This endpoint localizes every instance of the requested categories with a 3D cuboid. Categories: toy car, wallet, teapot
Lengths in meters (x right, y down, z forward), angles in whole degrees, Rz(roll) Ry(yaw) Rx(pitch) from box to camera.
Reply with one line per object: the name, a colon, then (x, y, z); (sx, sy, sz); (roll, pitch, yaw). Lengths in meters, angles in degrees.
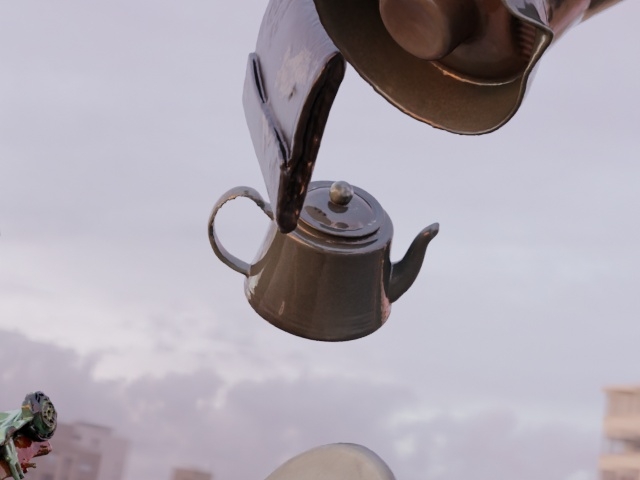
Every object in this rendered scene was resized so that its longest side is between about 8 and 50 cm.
toy car: (-0.239, 0.152, 1.046); (0.073, 0.054, 0.143); (-13, 11, 18)
wallet: (-0.032, -0.143, 1.385); (0.044, 0.170, 0.321); (16, 22, -13)
teapot: (0.155, -0.266, 1.148); (0.300, 0.344, 0.253); (21, -37, 40)
teapot: (0.000, 0.000, 1.573); (0.239, 0.162, 0.149); (10, -54, -4)

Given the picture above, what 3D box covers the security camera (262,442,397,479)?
security camera: (-0.075, 0.249, 1.113); (0.302, 0.157, 0.080); (-34, -53, 12)
